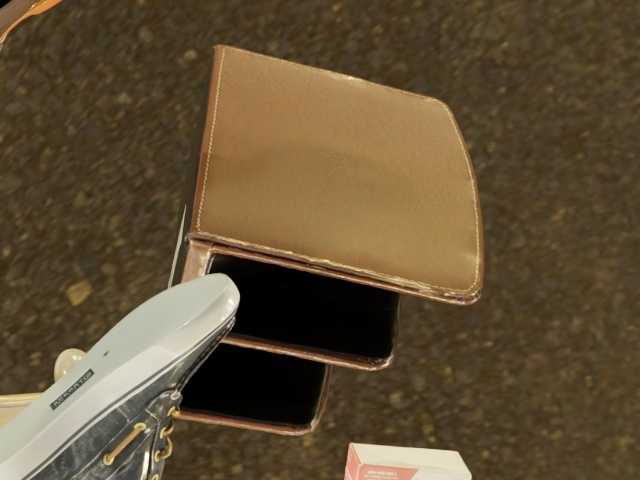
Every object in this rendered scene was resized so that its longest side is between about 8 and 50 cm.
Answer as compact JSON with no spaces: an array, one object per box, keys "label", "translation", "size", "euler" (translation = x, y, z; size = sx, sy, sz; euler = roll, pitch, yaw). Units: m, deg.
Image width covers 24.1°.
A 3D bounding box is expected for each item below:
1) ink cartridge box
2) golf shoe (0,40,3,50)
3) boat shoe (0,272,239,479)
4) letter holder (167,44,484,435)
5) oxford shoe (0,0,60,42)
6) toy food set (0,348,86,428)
[{"label":"ink cartridge box","translation":[0.074,0.308,1.487],"size":[0.115,0.067,0.198],"euler":[7,101,-9]},{"label":"golf shoe","translation":[-0.410,-0.258,1.383],"size":[0.273,0.105,0.120],"euler":[32,80,-24]},{"label":"boat shoe","translation":[-0.107,0.102,0.879],"size":[0.183,0.065,0.083],"euler":[-39,114,-4]},{"label":"letter holder","translation":[0.000,0.000,1.137],"size":[0.214,0.152,0.302],"euler":[11,31,-7]},{"label":"oxford shoe","translation":[-0.312,-0.188,1.254],"size":[0.271,0.098,0.097],"euler":[-41,86,11]},{"label":"toy food set","translation":[-0.340,0.183,1.525],"size":[0.306,0.220,0.092],"euler":[1,55,-42]}]
